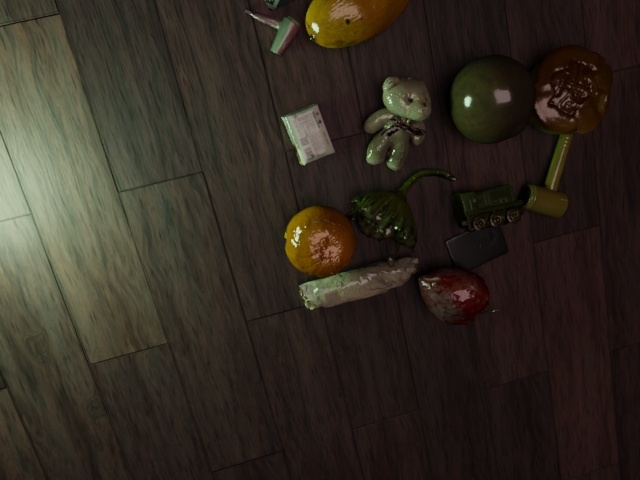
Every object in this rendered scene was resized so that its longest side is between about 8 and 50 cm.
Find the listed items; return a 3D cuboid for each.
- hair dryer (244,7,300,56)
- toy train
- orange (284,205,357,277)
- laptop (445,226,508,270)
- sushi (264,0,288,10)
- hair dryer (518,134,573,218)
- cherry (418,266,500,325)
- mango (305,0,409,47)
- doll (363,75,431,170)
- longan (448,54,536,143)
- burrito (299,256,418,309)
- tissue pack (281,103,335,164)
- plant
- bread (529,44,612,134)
[{"bbox_3d":[-0.145,-0.604,1.573,0.154,0.054,0.106,34,101,-6],"label":"hair dryer"},{"bbox_3d":[0.540,-0.106,1.793,0.226,0.090,0.137,-12,91,-12],"label":"toy train"},{"bbox_3d":[0.000,0.002,1.674,0.220,0.193,0.219,1,100,5],"label":"orange"},{"bbox_3d":[0.521,0.020,1.864,0.197,0.016,0.135,-24,106,-5],"label":"laptop"},{"bbox_3d":[-0.099,-0.765,1.483,0.232,0.047,0.219,-22,109,23],"label":"sushi"},{"bbox_3d":[0.748,-0.220,1.813,0.135,0.090,0.278,14,95,-11],"label":"hair dryer"},{"bbox_3d":[0.425,0.170,1.799,0.250,0.192,0.175,23,64,-8],"label":"cherry"},{"bbox_3d":[0.120,-0.658,1.550,0.360,0.144,0.186,-28,110,-5],"label":"mango"},{"bbox_3d":[0.239,-0.340,1.664,0.175,0.149,0.278,-6,123,-42],"label":"doll"},{"bbox_3d":[0.501,-0.409,1.628,0.258,0.258,0.257,-2,105,-9],"label":"longan"},{"bbox_3d":[0.128,0.139,1.793,0.393,0.076,0.117,-14,126,-5],"label":"burrito"},{"bbox_3d":[-0.036,-0.310,1.633,0.106,0.099,0.148,-23,107,-6],"label":"tissue pack"},{"bbox_3d":[0.238,-0.121,1.754,0.251,0.180,0.333,37,63,-10],"label":"plant"},{"bbox_3d":[0.748,-0.449,1.702,0.270,0.148,0.269,-1,95,-9],"label":"bread"}]
